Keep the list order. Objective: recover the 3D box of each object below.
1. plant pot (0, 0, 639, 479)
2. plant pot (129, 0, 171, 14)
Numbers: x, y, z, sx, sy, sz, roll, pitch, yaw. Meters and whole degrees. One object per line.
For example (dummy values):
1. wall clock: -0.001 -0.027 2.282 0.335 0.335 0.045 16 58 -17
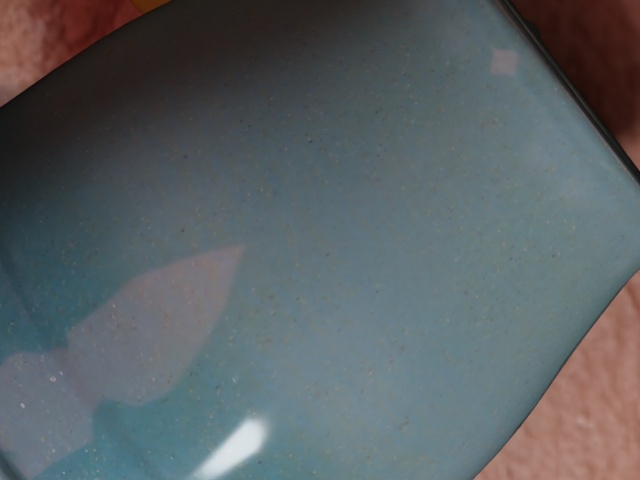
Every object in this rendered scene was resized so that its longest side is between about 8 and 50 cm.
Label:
1. plant pot: 0.000 0.000 0.684 0.255 0.272 0.271 -37 78 12
2. plant pot: -0.054 -0.144 0.788 0.083 0.081 0.081 32 110 34
